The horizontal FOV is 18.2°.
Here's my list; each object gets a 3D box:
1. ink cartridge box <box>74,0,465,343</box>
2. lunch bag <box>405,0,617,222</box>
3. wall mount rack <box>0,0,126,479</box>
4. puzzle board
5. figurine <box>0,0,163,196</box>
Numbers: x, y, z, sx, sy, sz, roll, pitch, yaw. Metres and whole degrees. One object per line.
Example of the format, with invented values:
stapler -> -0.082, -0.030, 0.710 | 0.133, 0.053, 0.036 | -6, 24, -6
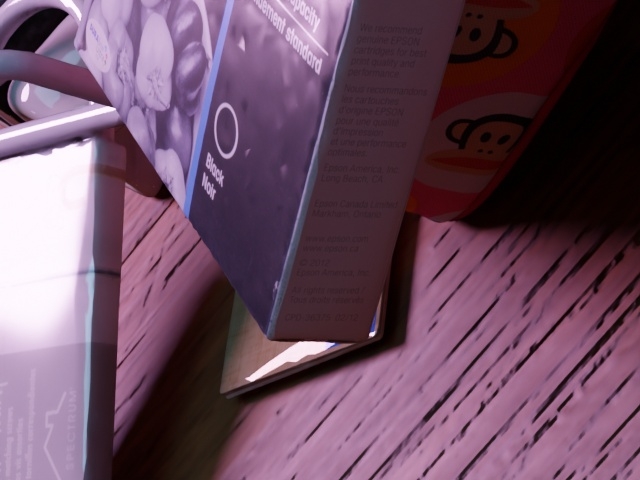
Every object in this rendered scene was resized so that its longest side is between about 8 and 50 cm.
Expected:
ink cartridge box -> -0.016, -0.107, 0.671 | 0.206, 0.045, 0.208 | 54, 135, 48
lunch bag -> 0.043, -0.180, 0.774 | 0.258, 0.120, 0.293 | 123, 149, -48
wall mount rack -> -0.207, 0.047, 0.904 | 0.304, 0.130, 0.350 | -10, 73, 42
puzzle board -> 0.000, 0.000, 0.862 | 0.096, 0.011, 0.128 | -23, 48, 41
figurine -> -0.097, -0.145, 1.042 | 0.209, 0.092, 0.215 | -58, 34, -5
